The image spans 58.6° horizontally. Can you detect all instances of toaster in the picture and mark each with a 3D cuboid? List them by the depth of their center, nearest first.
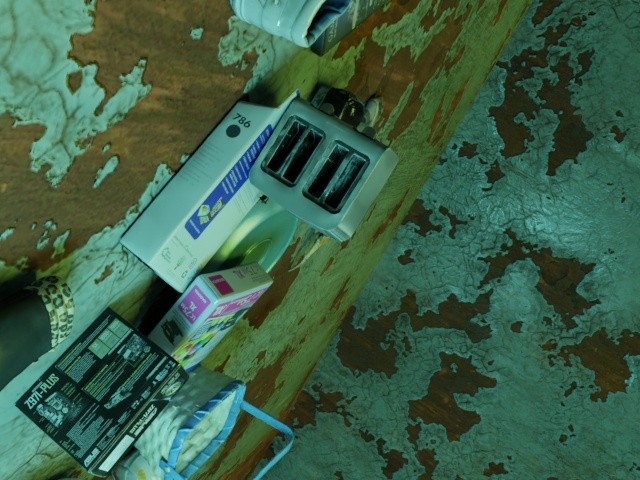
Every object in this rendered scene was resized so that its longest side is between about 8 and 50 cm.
[{"bbox_3d":[0.000,-0.101,0.854,0.186,0.168,0.110,-57,163,2],"label":"toaster"}]

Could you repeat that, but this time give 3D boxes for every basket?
[{"bbox_3d":[-0.229,0.406,1.194,0.254,0.288,0.201,-30,140,-53],"label":"basket"}]

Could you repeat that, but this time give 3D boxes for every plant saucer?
[{"bbox_3d":[-0.140,0.025,1.097,0.317,0.043,0.318,-46,166,-16],"label":"plant saucer"}]

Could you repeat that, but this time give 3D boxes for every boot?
[{"bbox_3d":[-0.365,0.156,0.622,0.178,0.085,0.237,-38,156,-58],"label":"boot"},{"bbox_3d":[0.013,-0.346,0.692,0.258,0.123,0.095,-55,166,-8],"label":"boot"},{"bbox_3d":[0.117,-0.283,1.346,0.087,0.042,0.119,-49,165,-34],"label":"boot"}]

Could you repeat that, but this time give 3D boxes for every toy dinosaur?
[{"bbox_3d":[0.000,0.000,1.532,0.212,0.064,0.112,-50,166,-22],"label":"toy dinosaur"}]

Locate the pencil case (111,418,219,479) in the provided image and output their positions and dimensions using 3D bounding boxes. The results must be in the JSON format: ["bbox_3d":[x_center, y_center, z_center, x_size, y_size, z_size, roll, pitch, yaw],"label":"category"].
[{"bbox_3d":[-0.346,0.469,1.315,0.273,0.113,0.124,-42,149,-45],"label":"pencil case"}]

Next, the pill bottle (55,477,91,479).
[{"bbox_3d":[-0.485,0.604,0.997,0.334,0.187,0.188,-59,166,13],"label":"pill bottle"}]

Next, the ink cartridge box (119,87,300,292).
[{"bbox_3d":[-0.146,-0.084,0.865,0.333,0.065,0.165,-51,165,-14],"label":"ink cartridge box"}]

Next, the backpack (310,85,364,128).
[{"bbox_3d":[0.026,-0.233,1.063,0.105,0.084,0.114,-60,160,18],"label":"backpack"}]

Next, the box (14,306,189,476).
[{"bbox_3d":[-0.306,0.216,0.818,0.180,0.147,0.078,-51,165,-23],"label":"box"}]

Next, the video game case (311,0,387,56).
[{"bbox_3d":[0.082,-0.443,0.914,0.274,0.026,0.196,-47,163,-30],"label":"video game case"}]

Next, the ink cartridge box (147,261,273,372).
[{"bbox_3d":[-0.232,0.170,1.000,0.311,0.065,0.185,-45,168,20],"label":"ink cartridge box"}]
